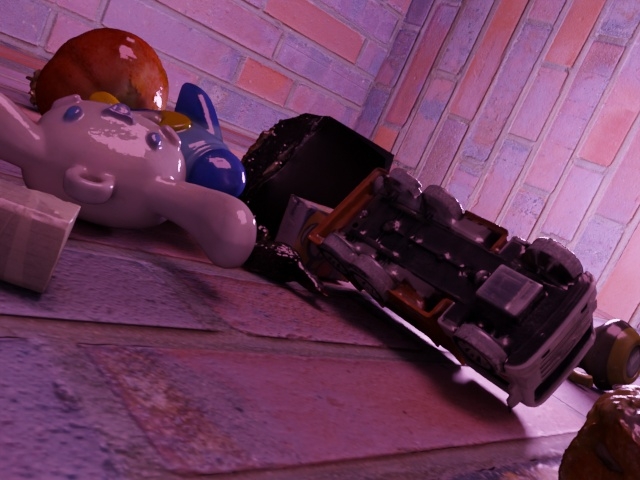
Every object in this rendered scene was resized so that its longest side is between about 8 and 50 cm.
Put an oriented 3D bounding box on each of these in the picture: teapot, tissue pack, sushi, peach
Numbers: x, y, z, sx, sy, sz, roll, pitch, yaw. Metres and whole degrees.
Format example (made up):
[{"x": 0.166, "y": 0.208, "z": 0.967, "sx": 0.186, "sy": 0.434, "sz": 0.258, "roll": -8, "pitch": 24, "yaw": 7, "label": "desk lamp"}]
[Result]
[{"x": 0.493, "y": 0.206, "z": 1.135, "sx": 0.166, "sy": 0.130, "sz": 0.119, "roll": -23, "pitch": 23, "yaw": -34, "label": "teapot"}, {"x": -0.297, "y": -0.041, "z": 0.499, "sx": 0.200, "sy": 0.107, "sz": 0.077, "roll": 21, "pitch": 13, "yaw": -18, "label": "teapot"}, {"x": 0.000, "y": 0.000, "z": 1.004, "sx": 0.148, "sy": 0.108, "sz": 0.060, "roll": 14, "pitch": 11, "yaw": -43, "label": "tissue pack"}, {"x": 0.337, "y": 0.219, "z": 0.562, "sx": 0.274, "sy": 0.139, "sz": 0.184, "roll": 8, "pitch": 20, "yaw": -40, "label": "sushi"}, {"x": -0.397, "y": -0.276, "z": 1.173, "sx": 0.232, "sy": 0.232, "sz": 0.256, "roll": 16, "pitch": 23, "yaw": -42, "label": "peach"}, {"x": -0.045, "y": -0.103, "z": 1.113, "sx": 0.215, "sy": 0.227, "sz": 0.212, "roll": 24, "pitch": 1, "yaw": -37, "label": "sushi"}]

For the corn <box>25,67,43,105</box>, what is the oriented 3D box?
[{"x": -0.528, "y": -0.316, "z": 1.430, "sx": 0.106, "sy": 0.106, "sz": 0.305, "roll": 26, "pitch": 7, "yaw": 10, "label": "corn"}]

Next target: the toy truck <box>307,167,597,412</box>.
[{"x": 0.178, "y": 0.062, "z": 0.873, "sx": 0.387, "sy": 0.173, "sz": 0.207, "roll": 34, "pitch": -15, "yaw": 44, "label": "toy truck"}]

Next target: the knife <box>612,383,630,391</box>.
[{"x": 0.547, "y": 0.296, "z": 0.970, "sx": 0.073, "sy": 0.040, "sz": 0.265, "roll": 10, "pitch": 15, "yaw": -23, "label": "knife"}]

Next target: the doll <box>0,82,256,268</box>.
[{"x": -0.232, "y": -0.115, "z": 0.823, "sx": 0.376, "sy": 0.187, "sz": 0.365, "roll": 42, "pitch": 16, "yaw": -7, "label": "doll"}]

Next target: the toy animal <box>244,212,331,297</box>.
[{"x": -0.064, "y": 0.030, "z": 0.881, "sx": 0.202, "sy": 0.070, "sz": 0.105, "roll": 32, "pitch": 25, "yaw": 24, "label": "toy animal"}]
